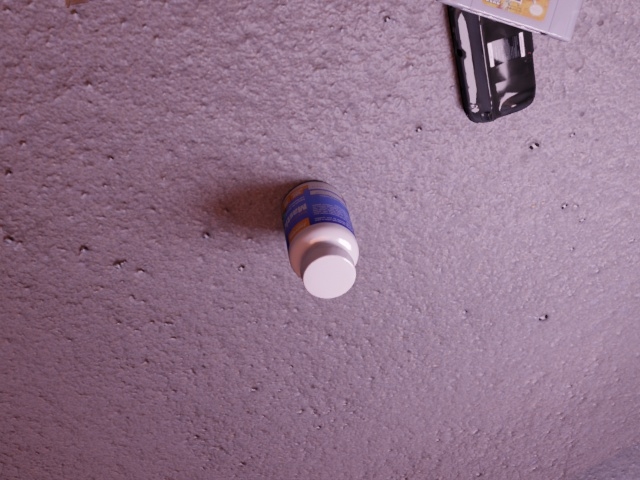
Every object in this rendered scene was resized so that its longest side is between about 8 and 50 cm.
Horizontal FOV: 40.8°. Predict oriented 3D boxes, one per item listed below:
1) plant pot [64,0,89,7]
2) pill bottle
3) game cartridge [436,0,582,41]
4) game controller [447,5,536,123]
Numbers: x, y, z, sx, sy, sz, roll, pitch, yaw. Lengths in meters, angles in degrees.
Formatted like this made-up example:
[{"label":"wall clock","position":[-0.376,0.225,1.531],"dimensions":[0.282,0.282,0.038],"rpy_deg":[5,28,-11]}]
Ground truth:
[{"label":"plant pot","position":[-0.384,-0.510,1.546],"dimensions":[0.165,0.167,0.166],"rpy_deg":[-8,125,-13]},{"label":"pill bottle","position":[0.000,0.000,1.873],"dimensions":[0.153,0.272,0.152],"rpy_deg":[-4,124,-6]},{"label":"game cartridge","position":[0.385,-0.521,1.671],"dimensions":[0.297,0.062,0.198],"rpy_deg":[12,104,-17]},{"label":"game controller","position":[0.363,-0.397,1.795],"dimensions":[0.167,0.067,0.319],"rpy_deg":[-23,126,-10]}]
